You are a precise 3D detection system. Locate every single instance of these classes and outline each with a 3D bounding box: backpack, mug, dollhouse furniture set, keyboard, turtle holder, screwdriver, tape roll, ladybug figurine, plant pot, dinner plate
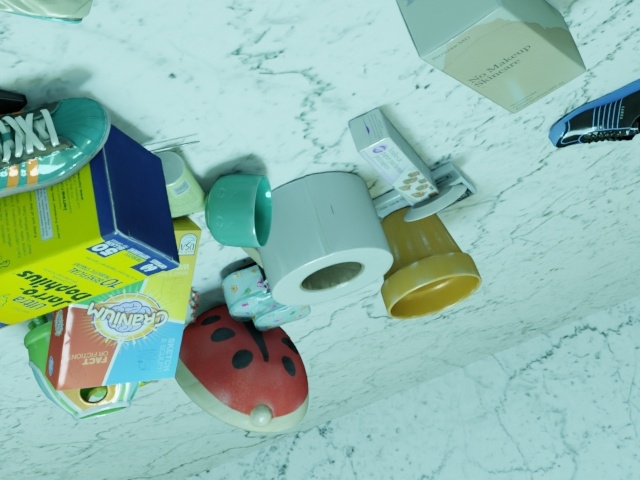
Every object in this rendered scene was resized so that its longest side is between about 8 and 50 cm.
[{"bbox_3d":[-0.113,0.113,2.220,0.189,0.144,0.166,-13,163,0],"label":"backpack"},{"bbox_3d":[-0.144,-0.050,1.831,0.098,0.129,0.158,2,168,11],"label":"mug"},{"bbox_3d":[-0.116,0.047,2.125,0.081,0.114,0.091,-48,179,40],"label":"dollhouse furniture set"},{"bbox_3d":[-0.501,-0.160,1.447,0.180,0.023,0.108,-35,159,33],"label":"keyboard"},{"bbox_3d":[-0.479,0.249,2.115,0.243,0.227,0.320,-9,167,-35],"label":"turtle holder"},{"bbox_3d":[-0.277,-0.144,1.659,0.170,0.025,0.024,-18,158,-12],"label":"screwdriver"},{"bbox_3d":[0.000,0.000,2.004,0.246,0.169,0.246,-16,157,-7],"label":"tape roll"},{"bbox_3d":[-0.166,0.264,2.266,0.305,0.449,0.161,11,106,-23],"label":"ladybug figurine"},{"bbox_3d":[0.207,0.037,2.164,0.205,0.187,0.205,-16,156,-7],"label":"plant pot"},{"bbox_3d":[0.224,-0.080,2.058,0.141,0.017,0.141,-27,-169,6],"label":"dinner plate"}]

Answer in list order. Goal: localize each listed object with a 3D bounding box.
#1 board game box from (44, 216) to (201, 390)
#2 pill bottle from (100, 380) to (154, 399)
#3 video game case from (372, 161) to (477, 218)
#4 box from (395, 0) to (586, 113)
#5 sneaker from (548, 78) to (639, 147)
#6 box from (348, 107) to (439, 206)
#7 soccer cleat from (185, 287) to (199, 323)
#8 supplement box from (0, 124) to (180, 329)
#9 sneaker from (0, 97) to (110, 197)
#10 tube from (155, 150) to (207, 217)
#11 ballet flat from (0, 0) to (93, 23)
[{"bbox_3d":[-0.361,0.113,1.899,0.242,0.064,0.316,-3,116,-34],"label":"board game box"},{"bbox_3d":[-0.426,0.280,2.389,0.208,0.117,0.117,-24,157,13],"label":"pill bottle"},{"bbox_3d":[0.215,-0.089,2.158,0.190,0.022,0.173,-26,156,17],"label":"video game case"},{"bbox_3d":[0.260,-0.310,1.553,0.148,0.121,0.311,-31,155,29],"label":"box"},{"bbox_3d":[0.560,-0.226,2.015,0.232,0.090,0.081,-29,156,23],"label":"sneaker"},{"bbox_3d":[0.140,-0.147,1.912,0.063,0.067,0.324,-25,158,14],"label":"box"},{"bbox_3d":[-0.306,0.129,2.218,0.076,0.068,0.196,5,160,3],"label":"soccer cleat"},{"bbox_3d":[-0.425,-0.015,1.571,0.357,0.195,0.194,-19,159,15],"label":"supplement box"},{"bbox_3d":[-0.438,-0.121,1.418,0.302,0.108,0.121,-22,167,5],"label":"sneaker"},{"bbox_3d":[-0.242,-0.084,1.783,0.062,0.070,0.240,-58,167,-12],"label":"tube"},{"bbox_3d":[-0.378,-0.297,1.172,0.249,0.086,0.086,-5,154,-32],"label":"ballet flat"}]
